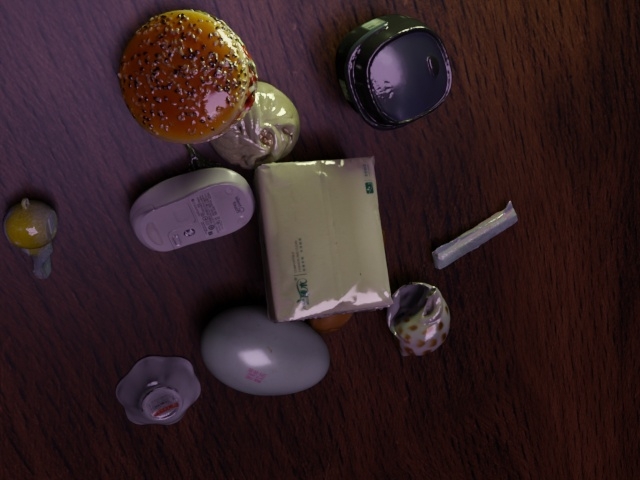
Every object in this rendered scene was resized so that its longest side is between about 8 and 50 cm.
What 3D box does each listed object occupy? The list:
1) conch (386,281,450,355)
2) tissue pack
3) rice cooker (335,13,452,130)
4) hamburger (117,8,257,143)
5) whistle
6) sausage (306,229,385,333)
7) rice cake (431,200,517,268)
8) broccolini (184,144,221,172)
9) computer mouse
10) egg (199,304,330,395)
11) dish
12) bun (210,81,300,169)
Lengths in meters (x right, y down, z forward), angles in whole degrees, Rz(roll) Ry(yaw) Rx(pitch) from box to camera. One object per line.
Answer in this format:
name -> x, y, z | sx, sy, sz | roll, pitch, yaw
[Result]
conch -> 0.279, 0.236, 2.047 | 0.148, 0.182, 0.275 | -16, 135, -61
tissue pack -> 0.000, 0.000, 1.737 | 0.296, 0.207, 0.381 | -8, 87, -12
rice cooker -> 0.164, -0.403, 1.696 | 0.267, 0.224, 0.267 | -8, 115, -18
hamburger -> -0.284, -0.351, 1.538 | 0.299, 0.176, 0.301 | 0, 92, 1
whistle -> -0.663, -0.005, 1.635 | 0.122, 0.123, 0.223 | -9, 130, -16
sausage -> 0.067, 0.117, 1.939 | 0.134, 0.116, 0.354 | 3, 115, -49
rice cake -> 0.442, -0.019, 2.054 | 0.290, 0.051, 0.081 | -32, 127, -7
broccolini -> -0.331, -0.240, 1.700 | 0.057, 0.071, 0.254 | -19, 118, 36
computer mouse -> -0.308, -0.080, 1.709 | 0.296, 0.121, 0.184 | -24, 131, -2
egg -> -0.138, 0.291, 1.870 | 0.370, 0.230, 0.230 | 17, 105, -29
dish -> -0.426, 0.419, 1.903 | 0.229, 0.081, 0.230 | -8, 114, -17
bun -> -0.152, -0.263, 1.693 | 0.230, 0.133, 0.231 | -9, 116, -18
